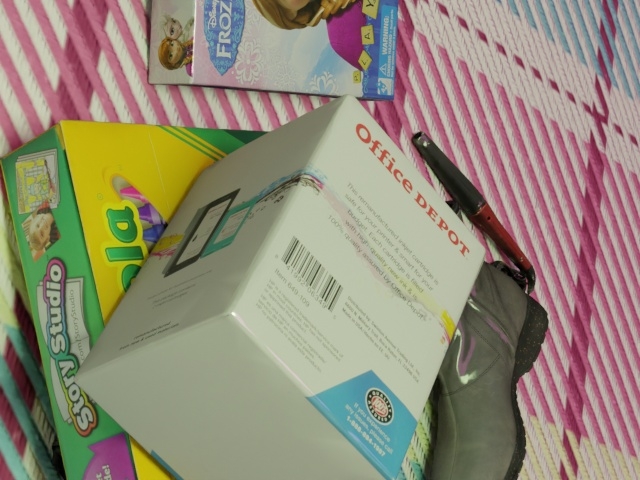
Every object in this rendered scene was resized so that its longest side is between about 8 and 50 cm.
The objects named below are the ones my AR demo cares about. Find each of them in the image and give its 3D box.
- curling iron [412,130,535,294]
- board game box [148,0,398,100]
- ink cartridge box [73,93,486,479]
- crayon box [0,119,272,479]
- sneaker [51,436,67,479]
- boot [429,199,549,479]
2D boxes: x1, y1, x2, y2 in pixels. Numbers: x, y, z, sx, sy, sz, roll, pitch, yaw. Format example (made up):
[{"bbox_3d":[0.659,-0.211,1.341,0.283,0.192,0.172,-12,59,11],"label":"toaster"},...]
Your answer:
[{"bbox_3d":[0.189,-0.026,1.877,0.274,0.035,0.068,56,47,-28],"label":"curling iron"},{"bbox_3d":[-0.036,-0.309,1.601,0.318,0.066,0.319,-3,96,-49],"label":"board game box"},{"bbox_3d":[-0.024,0.058,1.284,0.198,0.197,0.270,48,44,-20],"label":"ink cartridge box"},{"bbox_3d":[-0.107,0.080,1.419,0.313,0.106,0.363,-1,73,-50],"label":"crayon box"},{"bbox_3d":[-0.184,0.216,1.399,0.152,0.058,0.084,55,46,-27],"label":"sneaker"},{"bbox_3d":[0.137,0.138,1.755,0.223,0.118,0.338,45,42,-32],"label":"boot"}]
